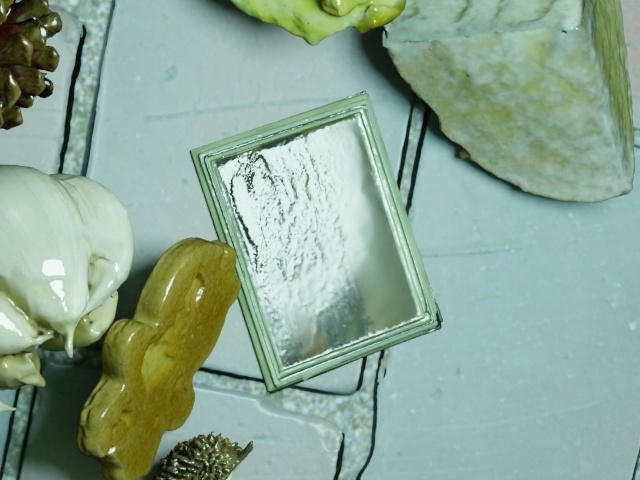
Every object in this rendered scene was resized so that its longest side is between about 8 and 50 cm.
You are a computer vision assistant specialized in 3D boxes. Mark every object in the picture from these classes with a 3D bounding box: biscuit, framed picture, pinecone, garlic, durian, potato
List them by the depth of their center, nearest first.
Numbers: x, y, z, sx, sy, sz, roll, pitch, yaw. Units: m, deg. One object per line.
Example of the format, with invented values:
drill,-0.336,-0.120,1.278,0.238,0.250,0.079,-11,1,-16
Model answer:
garlic,-0.284,0.041,1.532,0.281,0.203,0.184,-30,138,-24
pinecone,-0.323,-0.163,1.557,0.212,0.169,0.185,-14,102,-20
biscuit,-0.147,0.100,1.627,0.035,0.184,0.248,18,70,23
durian,-0.119,0.223,1.646,0.071,0.110,0.140,34,112,-6
framed picture,0.000,0.000,1.746,0.197,0.014,0.252,-20,95,-19
potato,0.203,-0.186,1.784,0.189,0.211,0.264,-79,153,-43

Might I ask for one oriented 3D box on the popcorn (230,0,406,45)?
popcorn,-0.007,-0.329,1.639,0.293,0.293,0.237,-59,142,-11
